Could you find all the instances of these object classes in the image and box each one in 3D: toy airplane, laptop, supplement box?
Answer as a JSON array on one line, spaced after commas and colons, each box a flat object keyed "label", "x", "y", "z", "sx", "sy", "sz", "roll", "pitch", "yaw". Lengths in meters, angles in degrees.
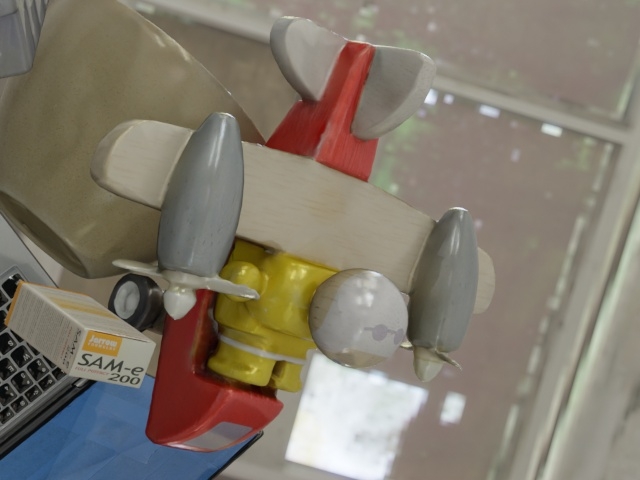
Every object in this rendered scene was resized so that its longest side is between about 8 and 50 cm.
[{"label": "toy airplane", "x": 0.000, "y": 0.000, "z": 1.545, "sx": 0.272, "sy": 0.386, "sz": 0.384, "roll": 44, "pitch": -29, "yaw": 44}, {"label": "laptop", "x": -0.353, "y": 0.169, "z": 1.784, "sx": 0.382, "sy": 0.408, "sz": 0.236, "roll": -39, "pitch": -175, "yaw": -30}, {"label": "supplement box", "x": -0.169, "y": 0.065, "z": 1.211, "sx": 0.098, "sy": 0.062, "sz": 0.036, "roll": 29, "pitch": -80, "yaw": 49}]

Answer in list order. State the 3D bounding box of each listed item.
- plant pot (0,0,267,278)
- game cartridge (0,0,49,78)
[{"label": "plant pot", "x": -0.206, "y": -0.075, "z": 1.661, "sx": 0.191, "sy": 0.284, "sz": 0.284, "roll": -49, "pitch": 179, "yaw": -16}, {"label": "game cartridge", "x": -0.272, "y": -0.331, "z": 1.358, "sx": 0.230, "sy": 0.068, "sz": 0.355, "roll": -84, "pitch": 170, "yaw": -56}]
